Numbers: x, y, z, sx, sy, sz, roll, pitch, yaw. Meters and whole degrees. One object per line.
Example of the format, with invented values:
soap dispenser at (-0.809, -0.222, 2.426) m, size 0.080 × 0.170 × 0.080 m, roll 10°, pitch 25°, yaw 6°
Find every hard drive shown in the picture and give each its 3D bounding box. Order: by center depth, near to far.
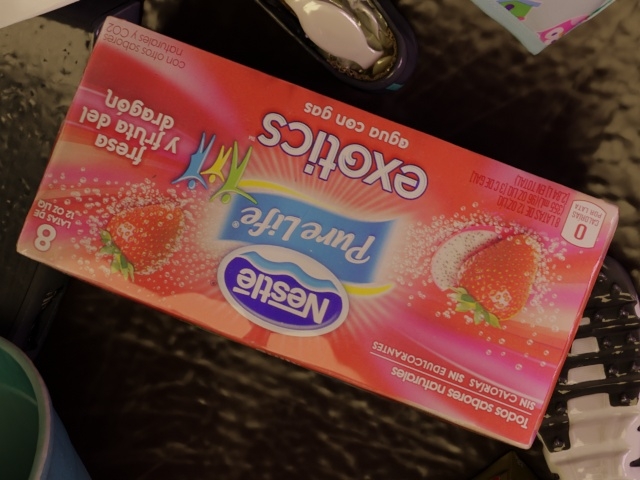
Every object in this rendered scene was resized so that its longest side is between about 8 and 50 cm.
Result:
hard drive at (-0.221, -0.050, 1.213) m, size 0.172 × 0.054 × 0.255 m, roll 19°, pitch 112°, yaw 0°

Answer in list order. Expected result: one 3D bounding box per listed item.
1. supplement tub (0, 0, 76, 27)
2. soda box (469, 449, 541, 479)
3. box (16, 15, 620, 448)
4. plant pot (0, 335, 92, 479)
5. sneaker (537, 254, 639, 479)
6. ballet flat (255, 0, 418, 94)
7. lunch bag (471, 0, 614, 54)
supplement tub at (-0.190, -0.278, 1.026) m, size 0.228 × 0.228 × 0.316 m, roll -17°, pitch 105°, yaw 13°
soda box at (0.158, 0.224, 1.265) m, size 0.061 × 0.058 × 0.181 m, roll -40°, pitch 102°, yaw 19°
box at (0.000, 0.000, 1.120) m, size 0.300 × 0.154 × 0.142 m, roll 21°, pitch 87°, yaw 3°
plant pot at (-0.232, 0.236, 1.209) m, size 0.271 × 0.272 × 0.255 m, roll -17°, pitch 129°, yaw 13°
sneaker at (0.179, 0.126, 1.216) m, size 0.078 × 0.106 × 0.234 m, roll -9°, pitch 83°, yaw 19°
ballet flat at (-0.020, -0.161, 1.138) m, size 0.074 × 0.074 × 0.203 m, roll -41°, pitch 100°, yaw 19°
lunch bag at (0.124, -0.246, 1.044) m, size 0.223 × 0.160 × 0.262 m, roll -37°, pitch 113°, yaw 15°
